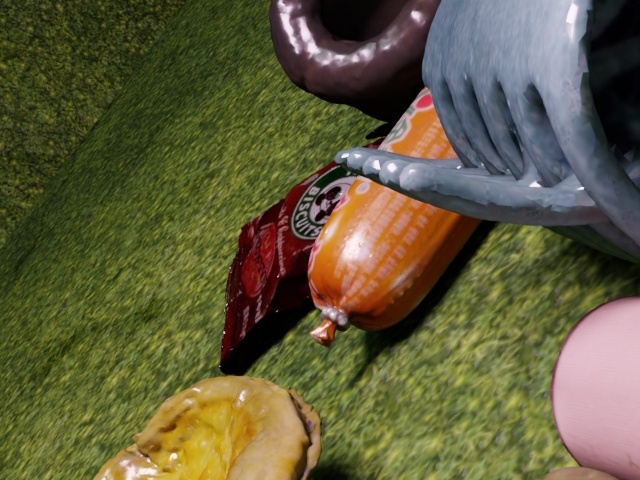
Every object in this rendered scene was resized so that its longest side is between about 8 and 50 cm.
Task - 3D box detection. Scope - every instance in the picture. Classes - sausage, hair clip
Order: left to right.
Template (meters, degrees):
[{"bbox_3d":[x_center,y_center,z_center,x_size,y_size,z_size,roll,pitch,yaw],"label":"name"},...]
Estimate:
[{"bbox_3d":[0.086,-0.051,1.009,0.312,0.093,0.093,-52,18,-18],"label":"sausage"},{"bbox_3d":[0.140,-0.116,0.708,0.318,0.392,0.238,-136,63,-80],"label":"hair clip"}]

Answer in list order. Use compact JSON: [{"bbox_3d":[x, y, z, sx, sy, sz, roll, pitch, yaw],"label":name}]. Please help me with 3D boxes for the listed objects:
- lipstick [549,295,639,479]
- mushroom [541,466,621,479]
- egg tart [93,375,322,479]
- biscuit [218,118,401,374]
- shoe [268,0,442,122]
[{"bbox_3d":[0.202,0.069,0.490,0.087,0.087,0.327,-51,18,-14],"label":"lipstick"},{"bbox_3d":[0.037,0.204,0.557,0.270,0.103,0.118,-53,6,-26],"label":"mushroom"},{"bbox_3d":[-0.079,0.188,0.854,0.241,0.106,0.241,-40,22,19],"label":"egg tart"},{"bbox_3d":[0.000,-0.003,1.157,0.235,0.063,0.151,-33,33,24],"label":"biscuit"},{"bbox_3d":[0.112,-0.269,1.133,0.384,0.171,0.237,-53,-15,11],"label":"shoe"}]
